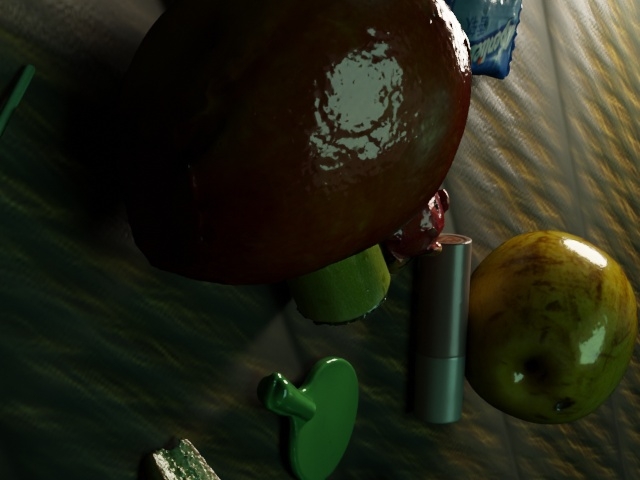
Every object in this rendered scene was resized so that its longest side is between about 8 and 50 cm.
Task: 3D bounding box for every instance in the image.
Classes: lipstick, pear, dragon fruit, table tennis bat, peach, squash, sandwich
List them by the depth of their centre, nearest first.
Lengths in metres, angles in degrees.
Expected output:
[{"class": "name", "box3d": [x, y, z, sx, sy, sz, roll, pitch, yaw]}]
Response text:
[{"class": "peach", "box3d": [-0.031, -0.115, 1.336, 0.373, 0.373, 0.290, -28, 90, -54]}, {"class": "sandwich", "box3d": [-0.133, 0.334, 1.484, 0.090, 0.088, 0.244, -21, 116, -61]}, {"class": "squash", "box3d": [0.000, 0.000, 1.598, 0.123, 0.123, 0.186, -57, 138, -35]}, {"class": "table tennis bat", "box3d": [-0.013, 0.207, 1.714, 0.257, 0.039, 0.160, 42, 62, -62]}, {"class": "dragon fruit", "box3d": [0.129, -0.027, 1.859, 0.126, 0.068, 0.112, -58, 143, -37]}, {"class": "lipstick", "box3d": [0.168, 0.121, 1.962, 0.070, 0.070, 0.254, -18, 113, -57]}, {"class": "pear", "box3d": [0.322, 0.128, 2.035, 0.281, 0.281, 0.280, -24, 119, -56]}]

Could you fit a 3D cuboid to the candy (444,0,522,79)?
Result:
[{"class": "candy", "box3d": [0.209, -0.302, 1.916, 0.331, 0.077, 0.187, -15, 118, -57]}]

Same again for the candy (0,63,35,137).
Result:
[{"class": "candy", "box3d": [-0.286, -0.035, 1.145, 0.078, 0.084, 0.287, 57, 43, -44]}]
